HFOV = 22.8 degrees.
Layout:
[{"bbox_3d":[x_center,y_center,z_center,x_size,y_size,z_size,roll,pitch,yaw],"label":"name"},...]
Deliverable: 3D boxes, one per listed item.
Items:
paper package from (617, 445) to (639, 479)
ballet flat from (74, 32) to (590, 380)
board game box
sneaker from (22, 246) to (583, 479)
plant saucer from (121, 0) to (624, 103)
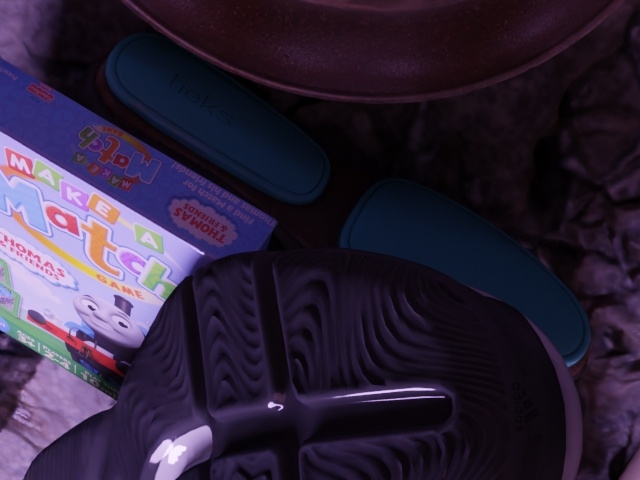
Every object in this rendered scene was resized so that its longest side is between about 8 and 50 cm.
[{"bbox_3d":[0.193,0.245,0.742,0.168,0.309,0.325,22,127,0],"label":"paper package"},{"bbox_3d":[0.000,0.000,0.784,0.280,0.095,0.096,34,136,6],"label":"ballet flat"},{"bbox_3d":[-0.110,0.013,0.789,0.160,0.039,0.211,30,150,7],"label":"board game box"},{"bbox_3d":[0.038,0.118,0.747,0.257,0.169,0.447,4,160,-27],"label":"sneaker"},{"bbox_3d":[0.011,-0.205,0.663,0.310,0.050,0.310,8,125,11],"label":"plant saucer"}]
